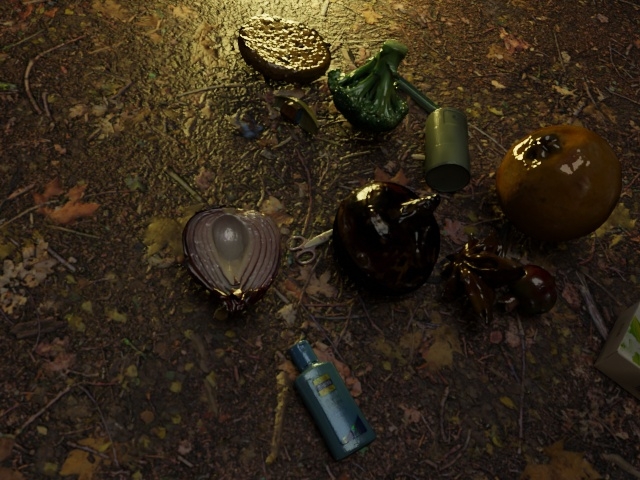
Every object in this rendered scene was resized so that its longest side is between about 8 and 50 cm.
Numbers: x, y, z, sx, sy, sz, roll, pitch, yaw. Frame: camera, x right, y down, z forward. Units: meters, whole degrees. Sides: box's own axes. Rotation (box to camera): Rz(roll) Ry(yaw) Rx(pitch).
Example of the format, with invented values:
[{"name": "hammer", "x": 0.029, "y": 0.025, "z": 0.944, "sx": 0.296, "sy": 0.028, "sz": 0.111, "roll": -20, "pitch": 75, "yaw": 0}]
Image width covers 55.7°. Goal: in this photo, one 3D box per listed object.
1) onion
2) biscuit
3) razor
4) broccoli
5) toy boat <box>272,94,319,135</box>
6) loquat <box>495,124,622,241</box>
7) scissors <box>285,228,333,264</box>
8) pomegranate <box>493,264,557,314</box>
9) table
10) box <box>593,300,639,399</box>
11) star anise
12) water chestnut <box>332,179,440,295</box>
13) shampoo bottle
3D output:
[{"name": "onion", "x": -0.204, "y": 0.060, "z": 1.380, "sx": 0.227, "sy": 0.120, "sz": 0.283, "roll": 4, "pitch": 54, "yaw": -14}, {"name": "biscuit", "x": -0.110, "y": -0.578, "z": 1.848, "sx": 0.296, "sy": 0.075, "sz": 0.296, "roll": 9, "pitch": 51, "yaw": -12}, {"name": "razor", "x": 0.270, "y": -0.490, "z": 1.909, "sx": 0.111, "sy": 0.056, "sz": 0.278, "roll": -37, "pitch": 80, "yaw": -29}, {"name": "broccoli", "x": 0.159, "y": -0.429, "z": 1.705, "sx": 0.254, "sy": 0.269, "sz": 0.269, "roll": -5, "pitch": 58, "yaw": -35}, {"name": "toy boat", "x": -0.066, "y": -0.358, "z": 1.722, "sx": 0.172, "sy": 0.065, "sz": 0.066, "roll": 38, "pitch": 43, "yaw": 17}, {"name": "loquat", "x": 0.628, "y": -0.153, "z": 1.611, "sx": 0.328, "sy": 0.328, "sz": 0.328, "roll": 7, "pitch": 56, "yaw": -10}, {"name": "scissors", "x": 0.000, "y": 0.000, "z": 1.532, "sx": 0.176, "sy": 0.022, "sz": 0.085, "roll": -26, "pitch": 63, "yaw": -24}, {"name": "pomegranate", "x": 0.514, "y": 0.124, "z": 1.526, "sx": 0.159, "sy": 0.129, "sz": 0.129, "roll": -3, "pitch": 58, "yaw": -5}, {"name": "table", "x": 0.361, "y": -0.259, "z": 1.731, "sx": 0.126, "sy": 0.126, "sz": 0.220, "roll": 11, "pitch": 55, "yaw": -7}, {"name": "box", "x": 0.845, "y": 0.306, "z": 1.498, "sx": 0.260, "sy": 0.111, "sz": 0.194, "roll": 38, "pitch": 57, "yaw": 9}, {"name": "star anise", "x": 0.422, "y": 0.058, "z": 1.514, "sx": 0.148, "sy": 0.237, "sz": 0.346, "roll": 53, "pitch": 44, "yaw": -18}, {"name": "water chestnut", "x": 0.171, "y": -0.024, "z": 1.442, "sx": 0.300, "sy": 0.300, "sz": 0.300, "roll": 7, "pitch": 56, "yaw": -10}, {"name": "shampoo bottle", "x": 0.012, "y": 0.332, "z": 1.295, "sx": 0.104, "sy": 0.061, "sz": 0.258, "roll": -21, "pitch": 65, "yaw": -27}]
